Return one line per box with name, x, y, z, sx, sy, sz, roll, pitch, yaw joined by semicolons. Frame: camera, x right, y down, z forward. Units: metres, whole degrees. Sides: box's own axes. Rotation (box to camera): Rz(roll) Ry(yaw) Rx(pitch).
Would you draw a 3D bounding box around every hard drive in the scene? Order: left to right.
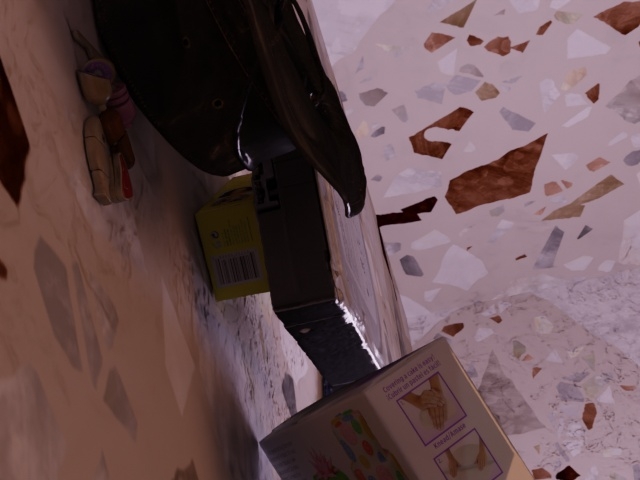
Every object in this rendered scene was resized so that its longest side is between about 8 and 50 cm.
hard drive;0.000;0.000;1.148;0.339;0.064;0.236;61;17;-67

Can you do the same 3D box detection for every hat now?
hat;-0.082;-0.150;0.887;0.331;0.134;0.331;-22;90;-80

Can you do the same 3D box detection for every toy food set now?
toy food set;-0.139;-0.078;0.806;0.078;0.019;0.122;53;25;-75

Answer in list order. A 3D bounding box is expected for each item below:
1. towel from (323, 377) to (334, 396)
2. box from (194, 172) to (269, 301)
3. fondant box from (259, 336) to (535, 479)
towel;0.050;0.327;1.564;0.336;0.040;0.243;-92;168;-60
box;-0.065;-0.011;1.149;0.232;0.058;0.087;-75;152;-78
fondant box;0.106;0.265;1.005;0.330;0.096;0.238;57;-29;3
